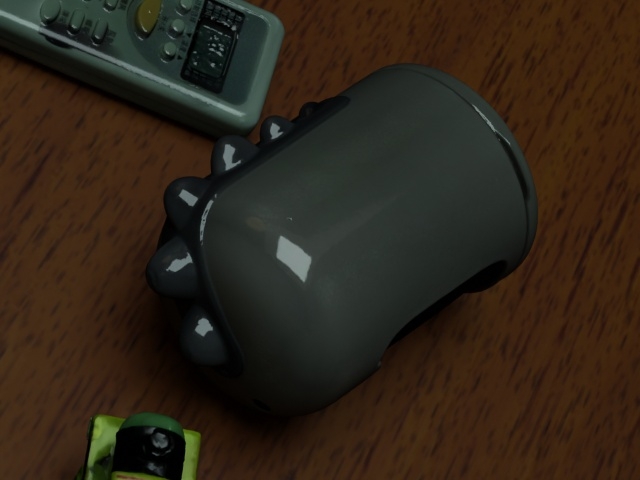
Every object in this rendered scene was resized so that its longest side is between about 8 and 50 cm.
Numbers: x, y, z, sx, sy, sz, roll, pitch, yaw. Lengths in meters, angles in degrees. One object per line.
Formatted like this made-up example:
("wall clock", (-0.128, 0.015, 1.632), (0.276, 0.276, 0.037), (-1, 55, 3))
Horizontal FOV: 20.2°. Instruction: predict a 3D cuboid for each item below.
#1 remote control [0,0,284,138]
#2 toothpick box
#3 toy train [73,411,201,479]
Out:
("remote control", (-0.180, -0.198, 1.578), (0.296, 0.056, 0.140), (23, 55, -12))
("toothpick box", (0.000, 0.000, 1.454), (0.316, 0.229, 0.229), (-34, 81, -33))
("toy train", (-0.142, 0.258, 1.288), (0.100, 0.160, 0.296), (13, 58, -12))
